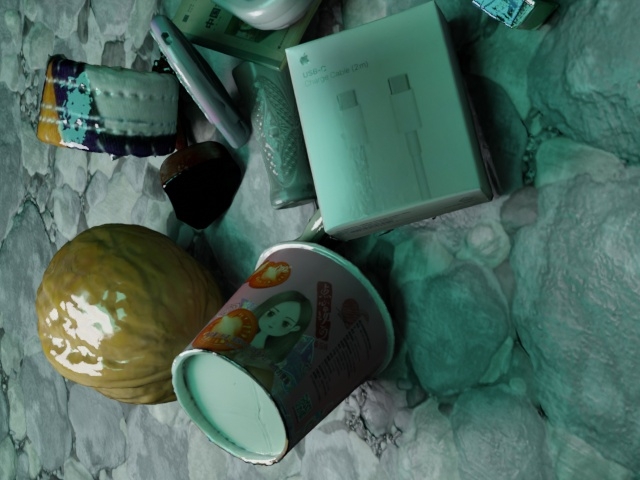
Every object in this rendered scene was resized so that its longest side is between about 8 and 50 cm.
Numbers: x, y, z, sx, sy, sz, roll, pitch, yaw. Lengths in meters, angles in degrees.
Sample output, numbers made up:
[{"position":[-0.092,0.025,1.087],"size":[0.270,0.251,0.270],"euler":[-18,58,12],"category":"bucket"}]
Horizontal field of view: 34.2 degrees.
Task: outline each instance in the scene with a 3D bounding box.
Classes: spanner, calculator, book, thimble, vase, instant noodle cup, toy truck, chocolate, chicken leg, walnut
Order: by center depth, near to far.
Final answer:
[{"position":[0.254,-0.326,1.198],"size":[0.081,0.067,0.175],"euler":[46,123,28],"category":"toy truck"},{"position":[-0.057,0.160,1.414],"size":[0.243,0.231,0.243],"euler":[23,134,26],"category":"instant noodle cup"},{"position":[0.000,0.000,1.491],"size":[0.325,0.095,0.040],"euler":[-48,60,39],"category":"spanner"},{"position":[-0.061,-0.159,1.550],"size":[0.096,0.096,0.219],"euler":[-19,83,48],"category":"vase"},{"position":[-0.100,-0.371,1.554],"size":[0.282,0.025,0.215],"euler":[23,85,43],"category":"book"},{"position":[-0.174,-0.232,1.561],"size":[0.041,0.299,0.186],"euler":[-34,66,3],"category":"calculator"},{"position":[-0.341,-0.215,1.697],"size":[0.237,0.237,0.150],"euler":[19,103,46],"category":"thimble"},{"position":[-0.209,-0.099,1.711],"size":[0.149,0.125,0.080],"euler":[-64,34,36],"category":"chocolate"},{"position":[-0.305,0.126,1.714],"size":[0.332,0.332,0.333],"euler":[7,100,48],"category":"walnut"},{"position":[-0.256,-0.223,1.791],"size":[0.089,0.048,0.219],"euler":[-9,87,52],"category":"chicken leg"}]

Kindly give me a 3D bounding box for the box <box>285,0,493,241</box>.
[{"position":[0.086,-0.145,1.310],"size":[0.203,0.106,0.252],"euler":[-15,79,17],"category":"box"}]

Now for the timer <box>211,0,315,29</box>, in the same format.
[{"position":[-0.067,-0.425,1.477],"size":[0.262,0.087,0.237],"euler":[39,97,41],"category":"timer"}]
